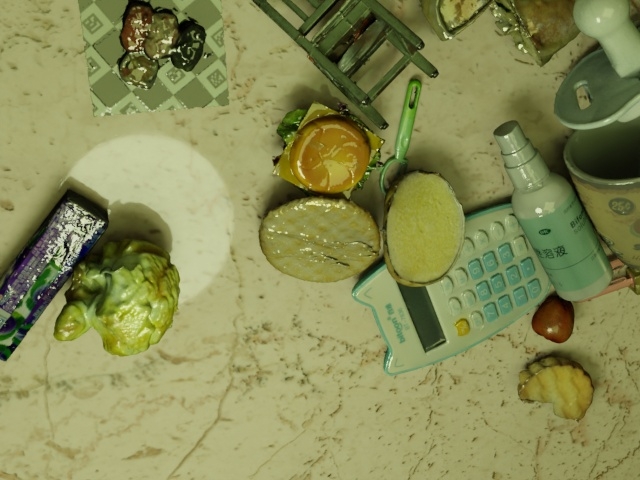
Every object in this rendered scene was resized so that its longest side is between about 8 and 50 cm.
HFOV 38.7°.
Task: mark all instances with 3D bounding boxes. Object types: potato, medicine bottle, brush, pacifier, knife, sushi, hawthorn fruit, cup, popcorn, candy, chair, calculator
[{"bbox_3d":[0.161,-0.020,1.574,0.164,0.081,0.200,4,85,-24],"label":"potato"},{"bbox_3d":[0.400,-0.055,1.607,0.110,0.110,0.352,-33,113,1],"label":"medicine bottle"},{"bbox_3d":[0.581,0.061,1.759,0.233,0.047,0.103,-19,115,-4],"label":"brush"},{"bbox_3d":[0.483,-0.320,1.460,0.299,0.244,0.233,-31,125,24],"label":"pacifier"},{"bbox_3d":[0.135,-0.176,1.574,0.054,0.015,0.212,6,111,-15],"label":"knife"},{"bbox_3d":[-0.255,-0.306,1.411,0.219,0.047,0.231,-7,113,-11],"label":"sushi"},{"bbox_3d":[0.451,0.146,1.744,0.081,0.081,0.093,24,97,-21],"label":"hawthorn fruit"},{"bbox_3d":[0.592,-0.108,1.631,0.301,0.227,0.257,-46,132,-23],"label":"cup"},{"bbox_3d":[-0.329,0.095,1.472,0.212,0.198,0.198,-12,114,-13],"label":"popcorn"},{"bbox_3d":[-0.469,0.060,1.500,0.088,0.061,0.312,36,101,-24],"label":"candy"},{"bbox_3d":[0.041,-0.322,1.445,0.136,0.147,0.270,-47,71,5],"label":"chair"},{"bbox_3d":[0.257,0.082,1.686,0.386,0.054,0.256,-25,115,-4],"label":"calculator"}]

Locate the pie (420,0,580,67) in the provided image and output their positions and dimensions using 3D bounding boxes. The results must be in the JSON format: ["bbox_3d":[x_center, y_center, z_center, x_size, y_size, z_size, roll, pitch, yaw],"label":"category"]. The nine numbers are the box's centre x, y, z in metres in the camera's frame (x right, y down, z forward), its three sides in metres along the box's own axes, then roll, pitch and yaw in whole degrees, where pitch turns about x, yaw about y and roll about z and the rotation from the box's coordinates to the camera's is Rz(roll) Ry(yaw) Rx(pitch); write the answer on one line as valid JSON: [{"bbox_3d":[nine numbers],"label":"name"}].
[{"bbox_3d":[0.315,-0.451,1.476,0.337,0.075,0.337,-4,107,-13],"label":"pie"}]

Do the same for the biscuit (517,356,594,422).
[{"bbox_3d":[0.473,0.286,1.816,0.183,0.061,0.118,29,101,-24],"label":"biscuit"}]

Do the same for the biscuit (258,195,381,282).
[{"bbox_3d":[0.000,0.001,1.557,0.220,0.033,0.220,0,138,0],"label":"biscuit"}]

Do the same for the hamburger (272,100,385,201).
[{"bbox_3d":[0.008,-0.149,1.511,0.189,0.093,0.164,39,99,-26],"label":"hamburger"}]
